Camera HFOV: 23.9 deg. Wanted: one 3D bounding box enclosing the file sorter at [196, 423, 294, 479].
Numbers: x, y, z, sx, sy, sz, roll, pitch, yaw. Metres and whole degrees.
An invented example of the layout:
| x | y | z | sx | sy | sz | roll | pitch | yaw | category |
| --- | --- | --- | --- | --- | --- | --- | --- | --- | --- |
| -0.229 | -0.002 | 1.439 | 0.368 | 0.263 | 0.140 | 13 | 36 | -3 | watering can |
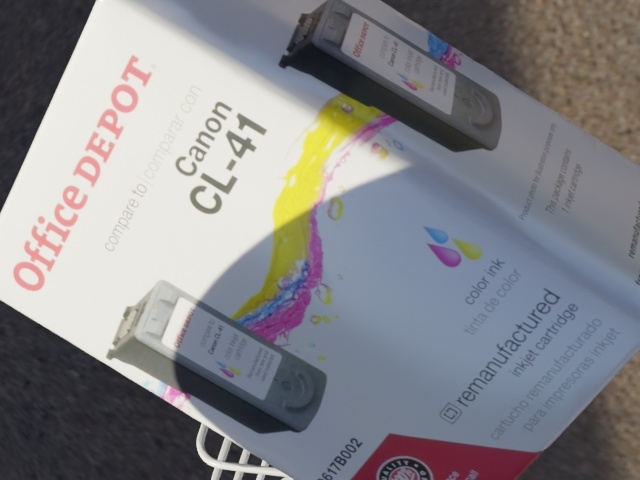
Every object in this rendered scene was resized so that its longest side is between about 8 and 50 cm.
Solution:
| x | y | z | sx | sy | sz | roll | pitch | yaw | category |
| --- | --- | --- | --- | --- | --- | --- | --- | --- | --- |
| 0.002 | 0.231 | 1.475 | 0.173 | 0.277 | 0.193 | 4 | 47 | 14 | file sorter |

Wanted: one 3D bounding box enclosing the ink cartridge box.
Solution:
| x | y | z | sx | sy | sz | roll | pitch | yaw | category |
| --- | --- | --- | --- | --- | --- | --- | --- | --- | --- |
| 0.000 | 0.000 | 0.803 | 0.306 | 0.226 | 0.131 | 30 | 39 | -4 | ink cartridge box |
